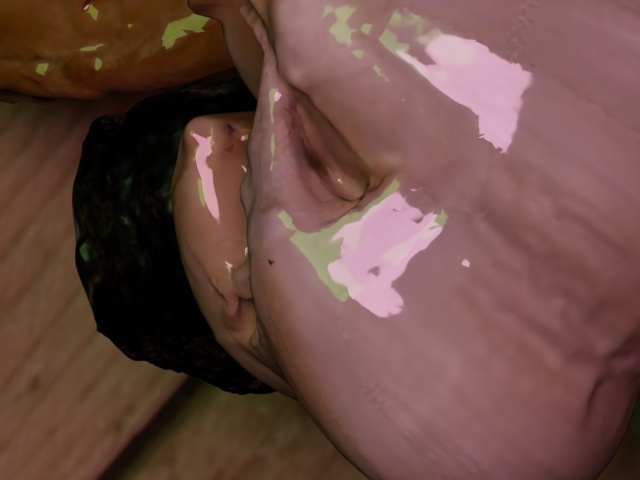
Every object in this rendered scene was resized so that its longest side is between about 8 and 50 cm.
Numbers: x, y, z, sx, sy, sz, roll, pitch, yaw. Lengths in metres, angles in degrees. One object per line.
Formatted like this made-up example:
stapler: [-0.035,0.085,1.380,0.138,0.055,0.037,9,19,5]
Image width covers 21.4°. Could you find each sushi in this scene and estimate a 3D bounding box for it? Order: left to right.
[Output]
sushi: [0.000,0.000,0.735,0.127,0.225,0.124,-12,75,28]

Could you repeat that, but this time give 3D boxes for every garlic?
garlic: [0.048,-0.049,0.554,0.185,0.203,0.281,-17,48,42]

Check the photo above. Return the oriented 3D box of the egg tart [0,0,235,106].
egg tart: [-0.074,-0.260,0.913,0.443,0.178,0.443,-9,67,22]

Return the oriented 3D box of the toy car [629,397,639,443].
toy car: [0.237,-0.055,0.663,0.358,0.213,0.176,-66,24,-3]
